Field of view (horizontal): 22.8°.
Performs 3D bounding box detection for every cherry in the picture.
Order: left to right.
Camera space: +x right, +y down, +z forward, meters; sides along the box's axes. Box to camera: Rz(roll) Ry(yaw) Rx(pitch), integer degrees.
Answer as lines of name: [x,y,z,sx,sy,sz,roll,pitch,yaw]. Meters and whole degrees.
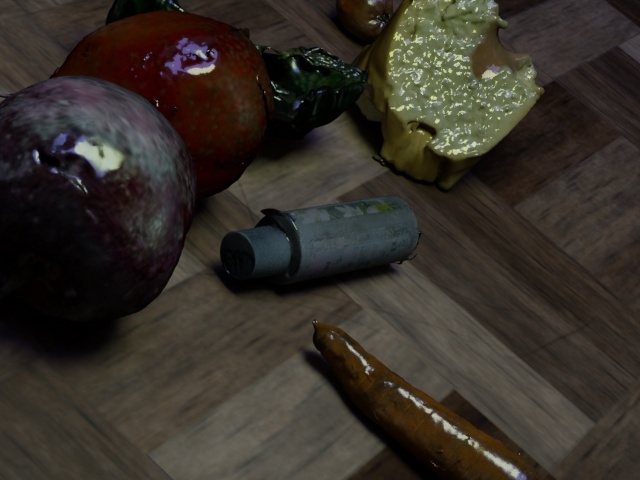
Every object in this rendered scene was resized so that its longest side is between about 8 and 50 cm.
cherry: [-0.188,-0.038,1.220,0.195,0.195,0.195,22,34,-16]

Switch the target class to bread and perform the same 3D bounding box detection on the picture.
bread: [0.116,-0.152,1.728,0.183,0.224,0.211,39,75,-1]

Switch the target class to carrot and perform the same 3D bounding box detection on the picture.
carrot: [0.083,0.150,1.324,0.248,0.059,0.059,37,33,14]

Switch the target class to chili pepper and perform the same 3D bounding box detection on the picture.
chili pepper: [-0.086,-0.163,1.539,0.264,0.148,0.116,19,66,-20]

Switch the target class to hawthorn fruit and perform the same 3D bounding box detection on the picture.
hawthorn fruit: [-0.160,-0.113,1.380,0.235,0.181,0.181,-5,45,-17]
hawthorn fruit: [0.040,-0.271,1.847,0.067,0.067,0.103,-7,23,-45]

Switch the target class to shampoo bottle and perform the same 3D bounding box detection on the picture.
shampoo bottle: [0.000,0.000,1.439,0.214,0.072,0.072,-10,51,-46]
